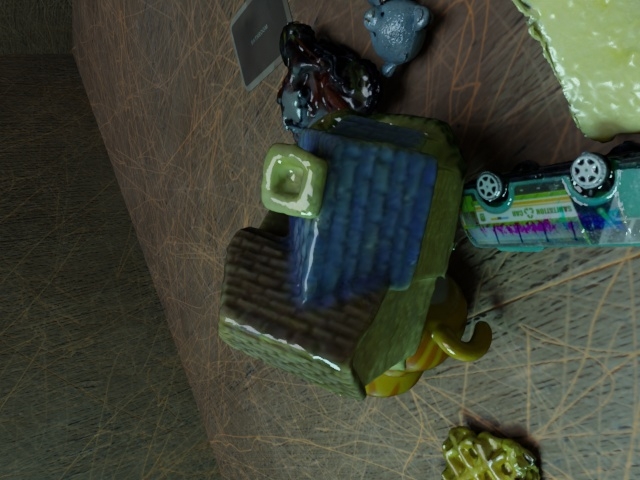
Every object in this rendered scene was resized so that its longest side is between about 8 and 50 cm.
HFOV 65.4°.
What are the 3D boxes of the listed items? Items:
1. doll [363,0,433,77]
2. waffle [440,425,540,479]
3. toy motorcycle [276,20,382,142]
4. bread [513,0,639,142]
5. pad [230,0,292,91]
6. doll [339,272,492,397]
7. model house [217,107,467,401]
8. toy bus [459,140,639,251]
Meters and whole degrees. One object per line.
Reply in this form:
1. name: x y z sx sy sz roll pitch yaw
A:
1. doll: 0.090 -0.334 0.718 0.180 0.075 0.120 66 151 16
2. waffle: 0.284 0.412 0.746 0.291 0.051 0.292 32 131 47
3. toy motorcycle: 0.029 -0.205 0.815 0.401 0.134 0.207 46 138 40
4. bread: 0.287 -0.190 0.377 0.263 0.198 0.236 4 113 58
5. pad: -0.133 -0.450 1.086 0.266 0.002 0.176 -13 91 58
6. doll: 0.122 0.148 0.788 0.270 0.166 0.162 117 152 -56
7. model house: 0.000 0.000 0.570 0.261 0.266 0.322 17 104 24
8. toy bus: 0.269 -0.045 0.552 0.261 0.091 0.109 -2 108 59
